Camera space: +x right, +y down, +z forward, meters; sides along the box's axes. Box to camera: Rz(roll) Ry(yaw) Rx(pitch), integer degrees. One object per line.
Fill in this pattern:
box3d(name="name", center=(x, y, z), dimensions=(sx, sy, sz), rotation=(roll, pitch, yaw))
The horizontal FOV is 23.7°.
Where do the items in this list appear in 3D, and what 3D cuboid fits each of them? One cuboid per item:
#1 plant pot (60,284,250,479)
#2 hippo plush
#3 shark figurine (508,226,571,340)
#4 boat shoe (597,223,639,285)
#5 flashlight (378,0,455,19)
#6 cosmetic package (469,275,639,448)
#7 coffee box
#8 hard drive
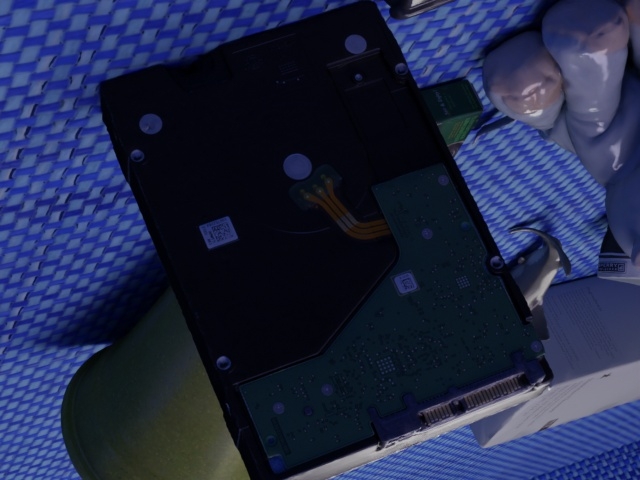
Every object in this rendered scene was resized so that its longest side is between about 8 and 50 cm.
box3d(name="plant pot", center=(-0.091, 0.130, 1.550), dimensions=(0.276, 0.276, 0.254), rotation=(-7, 142, -41))
box3d(name="hippo plush", center=(0.280, -0.084, 1.413), dimensions=(0.234, 0.236, 0.294), rotation=(-5, 153, -43))
box3d(name="shark figurine", center=(0.275, 0.071, 1.988), dimensions=(0.166, 0.116, 0.278), rotation=(-11, 158, -36))
box3d(name="boat shoe", center=(0.480, 0.015, 2.089), dimensions=(0.306, 0.105, 0.113), rotation=(10, 175, -42))
box3d(name="flashlight", center=(0.171, -0.253, 1.080), dimensions=(0.304, 0.103, 0.103), rotation=(-24, 127, -13))
box3d(name="cosmetic package", center=(0.400, 0.163, 2.296), dimensions=(0.385, 0.156, 0.217), rotation=(-10, 154, -32))
box3d(name="coffee box", center=(0.051, -0.087, 1.429), dimensions=(0.184, 0.040, 0.113), rotation=(-16, 159, -22))
box3d(name="hard drive", center=(0.000, 0.000, 1.153), dimensions=(0.237, 0.339, 0.064), rotation=(-20, 159, -14))
